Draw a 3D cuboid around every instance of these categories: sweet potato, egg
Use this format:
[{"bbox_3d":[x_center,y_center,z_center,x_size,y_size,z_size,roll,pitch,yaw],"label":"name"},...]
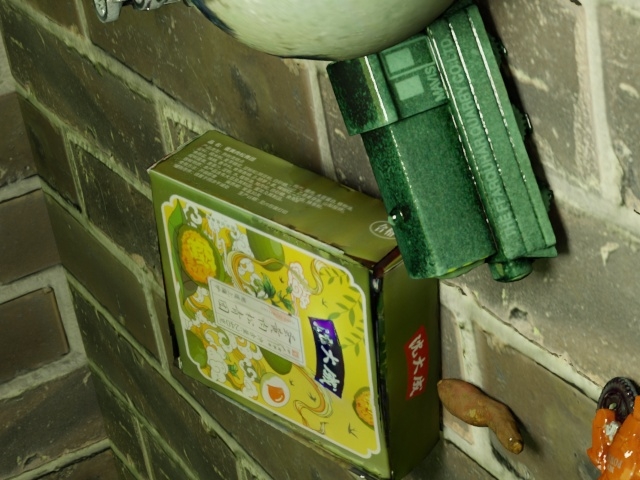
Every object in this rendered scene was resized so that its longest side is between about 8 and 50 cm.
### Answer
[{"bbox_3d":[0.211,0.223,2.087,0.214,0.050,0.050,33,139,60],"label":"sweet potato"},{"bbox_3d":[0.008,-0.347,1.621,0.428,0.345,0.345,16,125,69],"label":"egg"}]

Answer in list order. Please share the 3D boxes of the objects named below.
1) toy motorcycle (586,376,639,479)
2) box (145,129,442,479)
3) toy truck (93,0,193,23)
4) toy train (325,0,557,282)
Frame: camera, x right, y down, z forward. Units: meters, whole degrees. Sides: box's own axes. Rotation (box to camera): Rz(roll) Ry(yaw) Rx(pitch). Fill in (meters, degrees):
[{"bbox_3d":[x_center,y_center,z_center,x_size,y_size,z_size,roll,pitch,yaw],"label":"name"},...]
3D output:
[{"bbox_3d":[0.351,0.272,1.683,0.325,0.147,0.221,-157,72,-70],"label":"toy motorcycle"},{"bbox_3d":[-0.034,0.088,2.263,0.420,0.138,0.373,24,134,33],"label":"box"},{"bbox_3d":[-0.213,-0.434,2.338,0.387,0.173,0.207,2,105,64],"label":"toy truck"},{"bbox_3d":[0.130,-0.099,1.805,0.138,0.178,0.330,-9,100,68],"label":"toy train"}]
